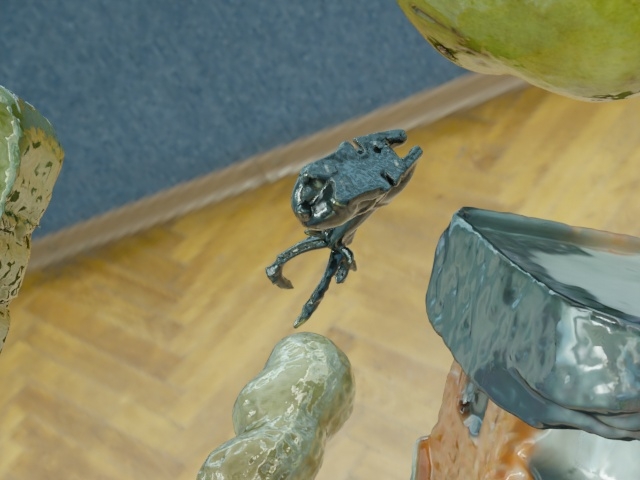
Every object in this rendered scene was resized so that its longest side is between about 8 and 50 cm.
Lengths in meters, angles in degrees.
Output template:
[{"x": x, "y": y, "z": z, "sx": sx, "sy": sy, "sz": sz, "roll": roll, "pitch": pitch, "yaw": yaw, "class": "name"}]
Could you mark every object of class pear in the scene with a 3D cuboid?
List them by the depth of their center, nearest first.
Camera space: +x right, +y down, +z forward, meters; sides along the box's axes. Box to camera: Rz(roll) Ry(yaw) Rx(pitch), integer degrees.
[{"x": 0.169, "y": -0.236, "z": 0.967, "sx": 0.304, "sy": 0.304, "sz": 0.304, "roll": -18, "pitch": 42, "yaw": 17, "class": "pear"}]

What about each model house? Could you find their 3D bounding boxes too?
[{"x": 0.173, "y": 0.152, "z": 0.792, "sx": 0.190, "sy": 0.272, "sz": 0.300, "roll": -125, "pitch": 48, "yaw": -60, "class": "model house"}]

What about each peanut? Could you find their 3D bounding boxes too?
[{"x": -0.037, "y": 0.173, "z": 1.330, "sx": 0.104, "sy": 0.085, "sz": 0.228, "roll": 8, "pitch": 41, "yaw": 20, "class": "peanut"}]

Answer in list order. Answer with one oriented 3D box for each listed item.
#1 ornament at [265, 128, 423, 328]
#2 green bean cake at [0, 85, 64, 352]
[{"x": 0.000, "y": 0.000, "z": 1.573, "sx": 0.080, "sy": 0.236, "sz": 0.202, "roll": 44, "pitch": 37, "yaw": 13, "class": "ornament"}, {"x": -0.264, "y": 0.011, "z": 0.738, "sx": 0.233, "sy": 0.124, "sz": 0.236, "roll": 17, "pitch": 85, "yaw": 7, "class": "green bean cake"}]
